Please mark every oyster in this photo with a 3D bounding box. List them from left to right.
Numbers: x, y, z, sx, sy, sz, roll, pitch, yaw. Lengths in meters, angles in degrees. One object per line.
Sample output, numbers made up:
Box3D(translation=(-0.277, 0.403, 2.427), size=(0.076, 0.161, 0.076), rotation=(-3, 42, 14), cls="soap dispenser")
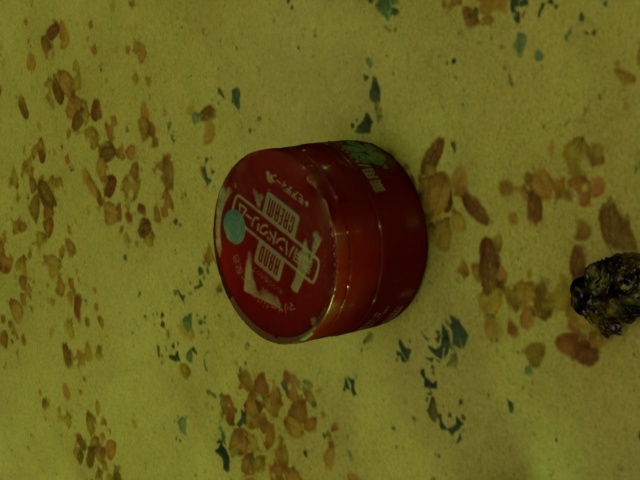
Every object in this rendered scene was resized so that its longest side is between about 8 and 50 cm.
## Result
Box3D(translation=(0.288, 0.040, 1.552), size=(0.086, 0.029, 0.132), rotation=(59, 137, 28), cls="oyster")

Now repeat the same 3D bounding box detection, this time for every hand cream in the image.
Box3D(translation=(0.000, 0.000, 1.816), size=(0.230, 0.149, 0.230), rotation=(7, 100, 49), cls="hand cream")
